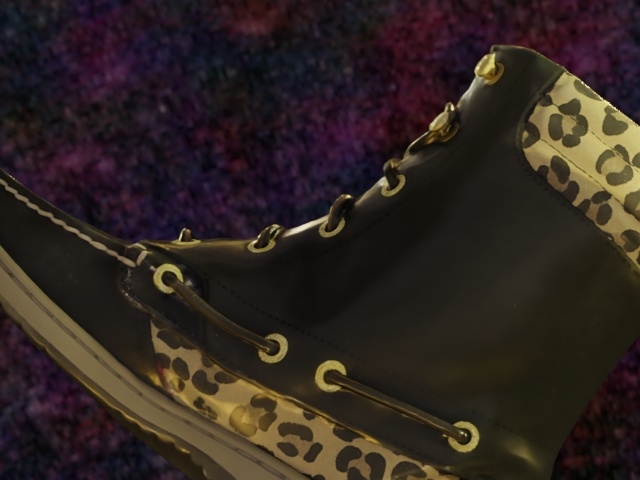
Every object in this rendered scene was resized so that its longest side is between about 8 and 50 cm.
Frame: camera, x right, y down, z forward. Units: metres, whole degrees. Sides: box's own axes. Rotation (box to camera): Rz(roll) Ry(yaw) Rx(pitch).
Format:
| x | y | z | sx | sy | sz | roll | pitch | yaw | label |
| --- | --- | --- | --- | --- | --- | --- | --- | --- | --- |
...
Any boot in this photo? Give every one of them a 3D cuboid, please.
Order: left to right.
| x | y | z | sx | sy | sz | roll | pitch | yaw | label |
| --- | --- | --- | --- | --- | --- | --- | --- | --- | --- |
| 0.001 | 0.001 | 0.532 | 0.236 | 0.085 | 0.178 | 37 | 83 | 15 | boot |
